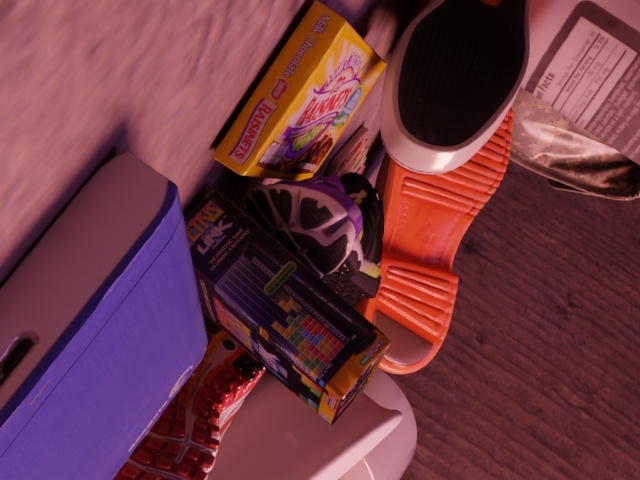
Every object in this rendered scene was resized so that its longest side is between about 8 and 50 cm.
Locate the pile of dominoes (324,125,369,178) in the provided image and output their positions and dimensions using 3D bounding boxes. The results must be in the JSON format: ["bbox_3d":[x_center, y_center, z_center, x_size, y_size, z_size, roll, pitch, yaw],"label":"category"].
[{"bbox_3d":[0.000,0.000,1.131,0.196,0.040,0.251,-54,173,-9],"label":"pile of dominoes"}]

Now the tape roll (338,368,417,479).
[{"bbox_3d":[-0.001,0.300,1.684,0.246,0.246,0.169,-60,172,33],"label":"tape roll"}]

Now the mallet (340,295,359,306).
[{"bbox_3d":[-0.043,0.095,1.162,0.190,0.039,0.062,-37,168,15],"label":"mallet"}]

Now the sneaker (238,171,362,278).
[{"bbox_3d":[-0.009,-0.021,0.752,0.071,0.068,0.170,-37,-169,-14],"label":"sneaker"}]

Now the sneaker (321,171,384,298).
[{"bbox_3d":[0.008,-0.017,0.994,0.234,0.084,0.097,55,45,-75],"label":"sneaker"}]

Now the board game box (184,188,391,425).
[{"bbox_3d":[-0.028,0.050,0.752,0.048,0.141,0.170,-49,171,-12],"label":"board game box"}]

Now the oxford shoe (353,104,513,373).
[{"bbox_3d":[0.095,-0.046,1.236,0.133,0.130,0.363,7,-105,66],"label":"oxford shoe"}]

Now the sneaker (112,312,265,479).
[{"bbox_3d":[-0.112,0.147,0.878,0.225,0.088,0.092,-47,171,-47],"label":"sneaker"}]

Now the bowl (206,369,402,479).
[{"bbox_3d":[-0.071,0.219,1.161,0.298,0.134,0.298,-38,168,-10],"label":"bowl"}]

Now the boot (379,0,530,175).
[{"bbox_3d":[0.085,-0.113,0.873,0.176,0.088,0.244,119,-6,-55],"label":"boot"}]

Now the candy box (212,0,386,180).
[{"bbox_3d":[-0.006,-0.087,0.741,0.105,0.027,0.206,-58,173,7],"label":"candy box"}]

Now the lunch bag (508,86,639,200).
[{"bbox_3d":[0.340,-0.190,1.509,0.235,0.287,0.169,-50,171,-40],"label":"lunch bag"}]

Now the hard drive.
[{"bbox_3d":[-0.141,0.095,0.630,0.210,0.040,0.318,-54,173,-15],"label":"hard drive"}]

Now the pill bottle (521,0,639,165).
[{"bbox_3d":[0.266,-0.170,0.978,0.176,0.318,0.176,-53,173,-9],"label":"pill bottle"}]
